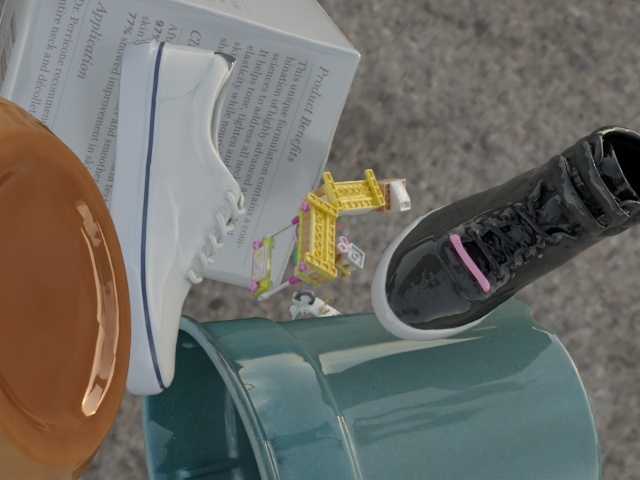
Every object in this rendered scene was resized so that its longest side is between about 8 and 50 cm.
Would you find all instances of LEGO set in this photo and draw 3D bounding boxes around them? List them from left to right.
[{"bbox_3d":[0.000,0.000,1.686,0.132,0.107,0.287,47,38,-17],"label":"LEGO set"}]

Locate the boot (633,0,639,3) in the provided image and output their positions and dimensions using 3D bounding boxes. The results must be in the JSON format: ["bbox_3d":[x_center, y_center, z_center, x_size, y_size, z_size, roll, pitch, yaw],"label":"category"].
[{"bbox_3d":[0.317,-0.374,1.555,0.076,0.209,0.189,-10,38,-46],"label":"boot"}]

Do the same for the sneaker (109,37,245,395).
[{"bbox_3d":[-0.101,-0.018,1.048,0.091,0.094,0.258,1,87,2],"label":"sneaker"}]

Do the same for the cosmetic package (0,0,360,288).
[{"bbox_3d":[-0.211,-0.178,1.838,0.393,0.329,0.327,14,19,-19],"label":"cosmetic package"}]

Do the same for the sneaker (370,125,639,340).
[{"bbox_3d":[0.174,-0.017,1.227,0.295,0.147,0.105,-27,83,-34],"label":"sneaker"}]

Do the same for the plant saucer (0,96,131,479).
[{"bbox_3d":[-0.140,0.028,0.682,0.037,0.200,0.200,-9,58,20],"label":"plant saucer"}]

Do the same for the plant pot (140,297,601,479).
[{"bbox_3d":[0.049,0.205,1.335,0.334,0.341,0.341,-10,67,-24],"label":"plant pot"}]
